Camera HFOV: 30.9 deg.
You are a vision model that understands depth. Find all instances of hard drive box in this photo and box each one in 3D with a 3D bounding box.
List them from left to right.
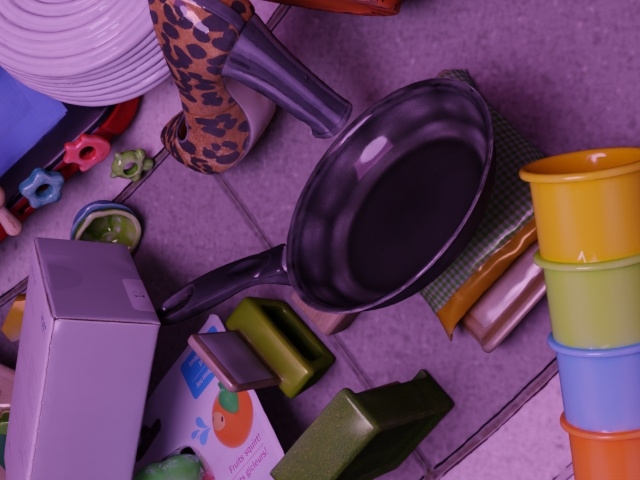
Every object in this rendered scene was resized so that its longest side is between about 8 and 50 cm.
[{"bbox_3d":[-0.217,0.137,1.021,0.181,0.089,0.232,-129,48,-62],"label":"hard drive box"}]

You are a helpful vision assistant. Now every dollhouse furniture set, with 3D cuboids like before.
[{"bbox_3d":[0.049,0.028,0.912,0.197,0.151,0.301,47,112,22],"label":"dollhouse furniture set"}]

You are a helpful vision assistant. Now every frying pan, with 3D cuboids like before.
[{"bbox_3d":[0.009,0.015,0.862,0.326,0.053,0.197,-46,34,15],"label":"frying pan"}]

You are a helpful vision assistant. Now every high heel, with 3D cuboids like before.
[{"bbox_3d":[-0.113,-0.142,0.971,0.261,0.186,0.093,-6,54,53],"label":"high heel"}]

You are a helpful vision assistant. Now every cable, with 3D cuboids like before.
[{"bbox_3d":[-0.211,-0.255,1.060,0.257,0.089,0.257,-46,69,3],"label":"cable"}]

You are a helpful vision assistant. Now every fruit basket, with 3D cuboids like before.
[{"bbox_3d":[-0.113,0.299,1.005,0.327,0.165,0.353,-52,56,31],"label":"fruit basket"}]

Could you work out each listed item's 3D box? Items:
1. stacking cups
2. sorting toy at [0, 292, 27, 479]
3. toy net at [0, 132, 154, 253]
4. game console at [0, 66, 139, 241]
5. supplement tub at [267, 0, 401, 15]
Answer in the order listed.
[{"bbox_3d":[0.211,0.096,0.822,0.096,0.096,0.316,-5,101,31],"label":"stacking cups"},{"bbox_3d":[-0.329,0.176,1.143,0.229,0.041,0.307,29,109,-10],"label":"sorting toy"},{"bbox_3d":[-0.263,-0.044,1.059,0.122,0.232,0.045,-59,45,25],"label":"toy net"},{"bbox_3d":[-0.394,-0.139,1.171,0.386,0.060,0.342,-41,70,6],"label":"game console"},{"bbox_3d":[0.009,-0.356,0.899,0.207,0.207,0.337,13,97,30],"label":"supplement tub"}]
